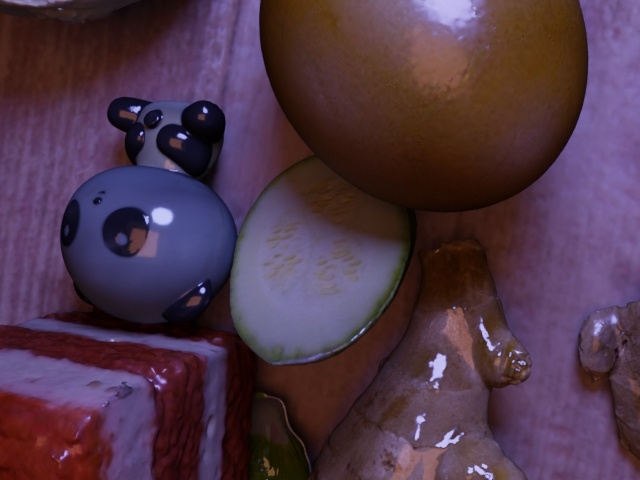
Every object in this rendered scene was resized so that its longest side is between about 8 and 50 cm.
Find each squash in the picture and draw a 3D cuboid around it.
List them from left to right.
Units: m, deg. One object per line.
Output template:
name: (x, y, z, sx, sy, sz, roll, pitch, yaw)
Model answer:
squash: (0.000, 0.000, 0.770, 0.189, 0.260, 0.189, 2, 97, 13)

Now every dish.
dish: (-0.052, 0.241, 0.907, 0.091, 0.039, 0.137, -13, 88, 18)

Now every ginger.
ginger: (0.109, 0.190, 0.782, 0.166, 0.236, 0.375, 15, 102, -27)
ginger: (0.354, 0.143, 0.812, 0.133, 0.059, 0.214, -27, 86, 16)

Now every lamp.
lamp: (-0.179, -0.031, 0.848, 0.197, 0.198, 0.244, 10, 84, 10)

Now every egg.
egg: (0.091, -0.184, 0.718, 0.282, 0.282, 0.351, -39, 55, 11)

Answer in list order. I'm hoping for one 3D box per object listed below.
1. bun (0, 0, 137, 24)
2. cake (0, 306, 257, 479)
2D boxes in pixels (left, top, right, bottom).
bun: (-0.259, -0.409, 0.827, 0.364, 0.202, 0.364, 1, 98, 8)
cake: (-0.249, 0.228, 0.789, 0.269, 0.319, 0.270, 5, 95, 21)
